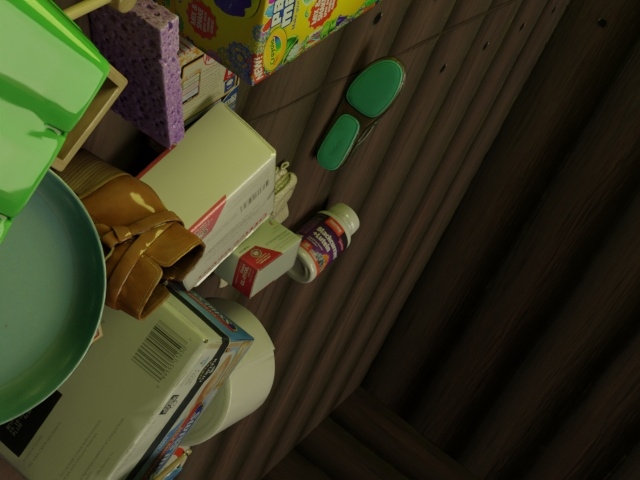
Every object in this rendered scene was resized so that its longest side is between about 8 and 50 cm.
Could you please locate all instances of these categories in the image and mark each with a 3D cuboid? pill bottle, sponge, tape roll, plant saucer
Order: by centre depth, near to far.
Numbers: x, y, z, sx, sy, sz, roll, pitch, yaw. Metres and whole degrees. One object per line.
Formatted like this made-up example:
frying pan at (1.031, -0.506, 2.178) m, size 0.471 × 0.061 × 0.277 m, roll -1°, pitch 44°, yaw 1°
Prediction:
plant saucer at (-0.383, 0.046, 0.966) m, size 0.317 × 0.317 × 0.044 m, roll -52°, pitch -152°, yaw -4°
sponge at (-0.214, -0.206, 1.097) m, size 0.031 × 0.117 × 0.210 m, roll -47°, pitch 163°, yaw -28°
tape roll at (-0.229, 0.238, 1.740) m, size 0.246 × 0.246 × 0.169 m, roll -60°, pitch 162°, yaw 20°
pill bottle at (0.000, 0.000, 2.127) m, size 0.193 × 0.108 × 0.108 m, roll -43°, pitch 161°, yaw -33°

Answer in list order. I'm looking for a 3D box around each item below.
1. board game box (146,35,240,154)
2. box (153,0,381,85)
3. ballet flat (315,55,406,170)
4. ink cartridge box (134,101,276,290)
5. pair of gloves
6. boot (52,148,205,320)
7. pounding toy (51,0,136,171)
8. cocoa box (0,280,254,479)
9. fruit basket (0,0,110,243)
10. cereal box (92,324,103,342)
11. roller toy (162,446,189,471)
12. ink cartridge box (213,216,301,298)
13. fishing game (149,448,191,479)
board game box at (-0.171, -0.223, 1.311) m, size 0.147 × 0.045 × 0.193 m, roll -41°, pitch 160°, yaw -37°
box at (-0.037, -0.391, 1.108) m, size 0.279 × 0.177 × 0.290 m, roll -41°, pitch 159°, yaw -35°
ballet flat at (0.081, -0.260, 1.875) m, size 0.280 × 0.095 × 0.096 m, roll -51°, pitch 177°, yaw 29°
ink cartridge box at (-0.176, -0.055, 1.415) m, size 0.207 × 0.117 × 0.283 m, roll -45°, pitch 172°, yaw -13°
pair of gloves at (-0.126, -0.032, 1.832) m, size 0.240 × 0.042 × 0.204 m, roll -45°, pitch 162°, yaw -29°
boot at (-0.301, 0.041, 1.175) m, size 0.283 × 0.220 × 0.109 m, roll -47°, pitch 163°, yaw -20°
pounding toy at (-0.280, -0.200, 0.970) m, size 0.206 × 0.094 × 0.181 m, roll -54°, pitch 164°, yaw -2°
cocoa box at (-0.316, 0.226, 1.491) m, size 0.347 × 0.231 × 0.228 m, roll -54°, pitch 165°, yaw 4°
fruit basket at (-0.391, -0.113, 0.687) m, size 0.392 × 0.283 × 0.392 m, roll -9°, pitch 115°, yaw -20°
cereal box at (-0.409, 0.143, 1.148) m, size 0.240 × 0.173 × 0.047 m, roll -38°, pitch 128°, yaw -53°
roller toy at (-0.375, 0.418, 1.876) m, size 0.209 × 0.146 × 0.191 m, roll -48°, pitch 155°, yaw 2°
ink cartridge box at (-0.143, 0.002, 1.619) m, size 0.127 × 0.175 × 0.072 m, roll -38°, pitch 155°, yaw -45°
fishing game at (-0.291, 0.405, 1.455) m, size 0.189 × 0.041 × 0.264 m, roll -36°, pitch 168°, yaw -43°
